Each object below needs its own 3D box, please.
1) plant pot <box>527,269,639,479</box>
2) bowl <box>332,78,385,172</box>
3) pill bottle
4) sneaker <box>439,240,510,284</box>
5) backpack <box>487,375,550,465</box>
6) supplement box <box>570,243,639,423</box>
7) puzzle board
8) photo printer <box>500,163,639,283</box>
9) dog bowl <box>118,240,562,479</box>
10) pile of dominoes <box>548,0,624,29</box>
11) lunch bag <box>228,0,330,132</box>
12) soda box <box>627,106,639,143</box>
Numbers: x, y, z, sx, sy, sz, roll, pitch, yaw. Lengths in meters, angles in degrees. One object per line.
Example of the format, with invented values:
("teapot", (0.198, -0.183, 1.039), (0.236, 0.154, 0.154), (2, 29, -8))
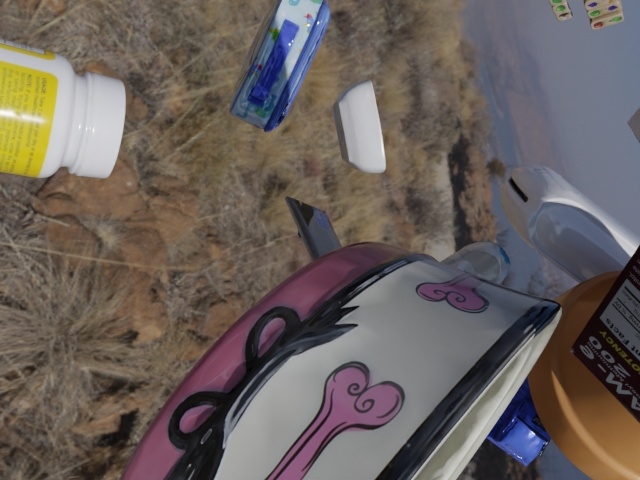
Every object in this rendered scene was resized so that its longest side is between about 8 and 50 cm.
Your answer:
("plant pot", (0.429, 0.150, 0.752), (0.203, 0.290, 0.291), (109, -19, -64))
("bowl", (0.056, -0.171, 0.967), (0.142, 0.053, 0.142), (-117, -165, -80))
("pill bottle", (-0.292, -0.122, 0.564), (0.208, 0.119, 0.119), (8, 65, -31))
("sneaker", (0.193, 0.077, 0.990), (0.087, 0.228, 0.092), (60, 32, 2))
("backpack", (0.293, 0.248, 0.892), (0.098, 0.120, 0.101), (37, -1, -11))
("supplement box", (0.218, -0.014, 0.271), (0.073, 0.130, 0.239), (54, -24, 33))
("puzzle board", (0.000, 0.000, 0.752), (0.096, 0.011, 0.128), (65, 16, 14))
("photo printer", (0.429, -0.003, 1.018), (0.307, 0.107, 0.256), (36, 20, -5))
("dog bowl", (0.011, 0.178, 0.503), (0.408, 0.150, 0.408), (-42, 153, -27))
("pile of dominoes", (0.502, -0.466, 1.120), (0.251, 0.195, 0.040), (22, 64, -54))
("lunch bag", (-0.064, -0.282, 0.961), (0.090, 0.219, 0.176), (24, 21, -13))
("soda box", (0.483, -0.193, 0.785), (0.216, 0.069, 0.074), (100, -22, -61))
